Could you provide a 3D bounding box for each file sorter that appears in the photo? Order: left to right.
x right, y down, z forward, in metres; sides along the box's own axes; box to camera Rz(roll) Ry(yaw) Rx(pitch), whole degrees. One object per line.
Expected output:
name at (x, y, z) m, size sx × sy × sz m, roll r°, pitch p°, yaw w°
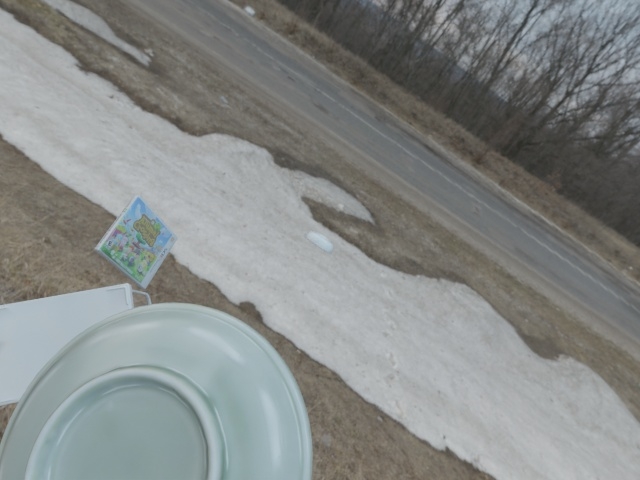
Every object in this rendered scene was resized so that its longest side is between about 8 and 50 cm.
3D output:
file sorter at (-0.526, 0.221, 0.908) m, size 0.278 × 0.173 × 0.192 m, roll -10°, pitch 79°, yaw -8°

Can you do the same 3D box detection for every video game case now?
video game case at (-0.520, 0.008, 1.195) m, size 0.023 × 0.212 × 0.193 m, roll 9°, pitch 58°, yaw 23°

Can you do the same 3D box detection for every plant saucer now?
plant saucer at (-0.211, 0.262, 0.486) m, size 0.400 × 0.400 × 0.100 m, roll 46°, pitch -12°, yaw 17°

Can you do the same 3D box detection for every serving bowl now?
serving bowl at (0.000, 0.000, 1.011) m, size 0.083 × 0.027 × 0.083 m, roll 33°, pitch 3°, yaw -2°
